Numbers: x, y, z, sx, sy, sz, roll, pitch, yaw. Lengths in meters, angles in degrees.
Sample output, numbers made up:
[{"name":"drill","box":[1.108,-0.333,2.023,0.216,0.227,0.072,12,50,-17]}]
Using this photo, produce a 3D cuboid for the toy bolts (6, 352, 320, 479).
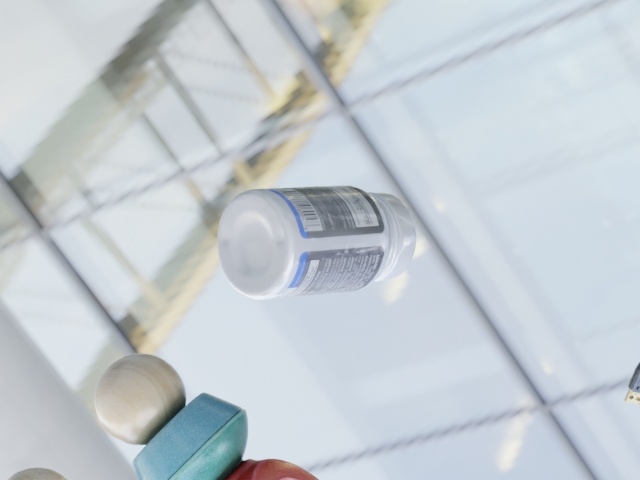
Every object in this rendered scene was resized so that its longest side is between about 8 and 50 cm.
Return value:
[{"name":"toy bolts","box":[-0.136,0.189,1.288,0.228,0.158,0.218,-46,175,19]}]

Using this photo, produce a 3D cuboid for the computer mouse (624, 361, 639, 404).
[{"name":"computer mouse","box":[0.401,0.232,2.169,0.184,0.262,0.060,29,-142,26]}]

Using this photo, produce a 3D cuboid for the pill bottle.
[{"name":"pill bottle","box":[0.000,0.000,1.410,0.078,0.078,0.137,-15,172,43]}]
